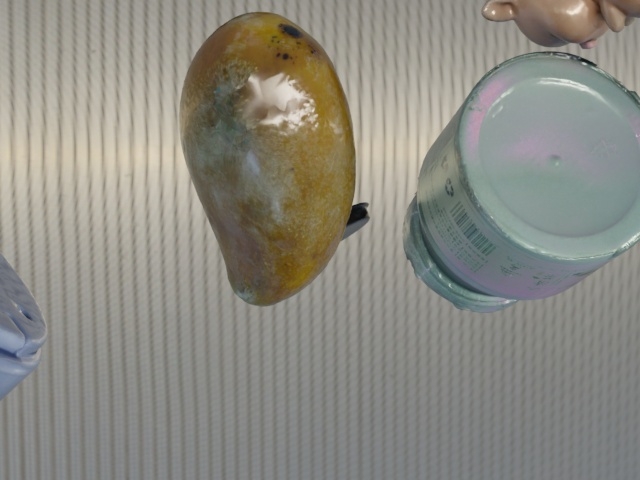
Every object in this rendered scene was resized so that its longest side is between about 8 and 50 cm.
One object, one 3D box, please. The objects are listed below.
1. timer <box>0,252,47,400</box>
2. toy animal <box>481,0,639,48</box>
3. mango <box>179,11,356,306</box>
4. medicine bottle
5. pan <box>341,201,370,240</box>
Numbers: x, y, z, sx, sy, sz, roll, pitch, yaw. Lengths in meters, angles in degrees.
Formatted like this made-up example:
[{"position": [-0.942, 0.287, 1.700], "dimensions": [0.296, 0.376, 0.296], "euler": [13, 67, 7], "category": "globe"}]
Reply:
[{"position": [-0.427, 0.035, 1.007], "dimensions": [0.173, 0.395, 0.395], "euler": [-45, 111, -3], "category": "timer"}, {"position": [0.349, -0.329, 1.375], "dimensions": [0.166, 0.250, 0.154], "euler": [-11, 89, -51], "category": "toy animal"}, {"position": [-0.056, -0.073, 1.104], "dimensions": [0.146, 0.192, 0.317], "euler": [-25, 123, -49], "category": "mango"}, {"position": [0.229, -0.048, 1.267], "dimensions": [0.244, 0.290, 0.245], "euler": [4, 71, -11], "category": "medicine bottle"}, {"position": [0.000, 0.000, 1.421], "dimensions": [0.136, 0.235, 0.028], "euler": [-27, 86, -10], "category": "pan"}]
